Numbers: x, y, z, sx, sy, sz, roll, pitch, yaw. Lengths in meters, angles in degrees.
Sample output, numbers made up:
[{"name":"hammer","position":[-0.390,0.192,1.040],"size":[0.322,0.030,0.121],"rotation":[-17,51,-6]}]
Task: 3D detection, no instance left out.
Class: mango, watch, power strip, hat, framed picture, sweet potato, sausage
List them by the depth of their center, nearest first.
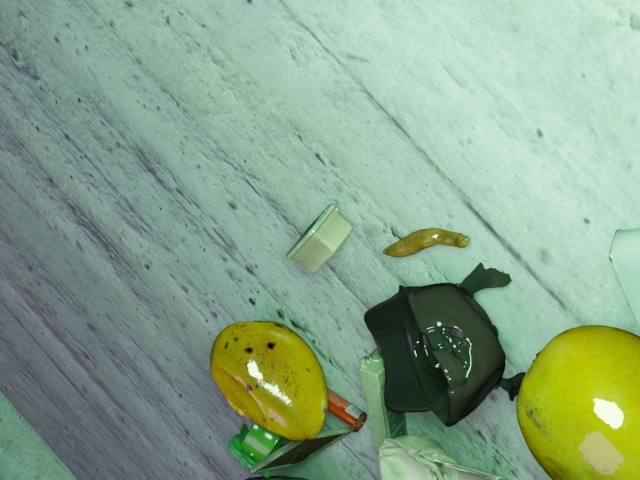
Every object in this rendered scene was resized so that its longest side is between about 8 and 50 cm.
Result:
[{"name":"mango","position":[0.460,0.298,1.324],"size":[0.445,0.232,0.300],"rotation":[41,-179,-13]},{"name":"sweet potato","position":[0.173,0.001,1.566],"size":[0.179,0.044,0.044],"rotation":[-13,111,43]},{"name":"hat","position":[0.220,0.172,1.595],"size":[0.336,0.209,0.238],"rotation":[156,98,-70]},{"name":"hat","position":[0.238,0.444,1.819],"size":[0.164,0.226,0.219],"rotation":[-107,19,-50]},{"name":"power strip","position":[0.126,0.324,1.856],"size":[0.048,0.080,0.286],"rotation":[19,134,34]},{"name":"mango","position":[-0.091,0.281,1.951],"size":[0.290,0.191,0.160],"rotation":[48,150,13]},{"name":"sausage","position":[0.028,0.345,2.003],"size":[0.145,0.048,0.050],"rotation":[30,115,26]},{"name":"framed picture","position":[-0.043,0.452,2.057],"size":[0.203,0.150,0.015],"rotation":[-41,61,40]},{"name":"watch","position":[-0.124,0.439,2.181],"size":[0.131,0.165,0.152],"rotation":[33,119,12]}]

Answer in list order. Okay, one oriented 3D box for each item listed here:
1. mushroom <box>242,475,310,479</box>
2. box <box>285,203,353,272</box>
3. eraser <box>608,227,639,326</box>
[{"name":"mushroom","position":[-0.094,0.672,2.182],"size":[0.352,0.352,0.260],"rotation":[-20,68,52]},{"name":"box","position":[0.000,0.000,1.709],"size":[0.062,0.089,0.122],"rotation":[41,144,-4]},{"name":"eraser","position":[0.508,0.051,1.226],"size":[0.227,0.081,0.174],"rotation":[-9,116,50]}]
